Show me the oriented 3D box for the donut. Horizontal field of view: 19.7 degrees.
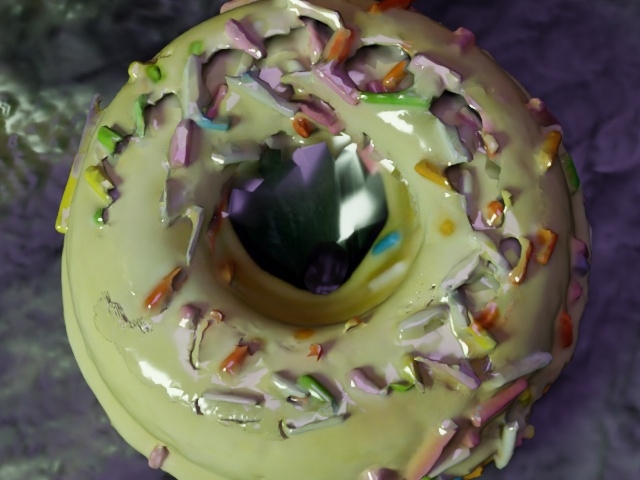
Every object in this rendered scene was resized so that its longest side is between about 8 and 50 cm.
[{"bbox_3d":[0.000,0.000,0.567,0.175,0.068,0.174,-2,75,6],"label":"donut"}]
